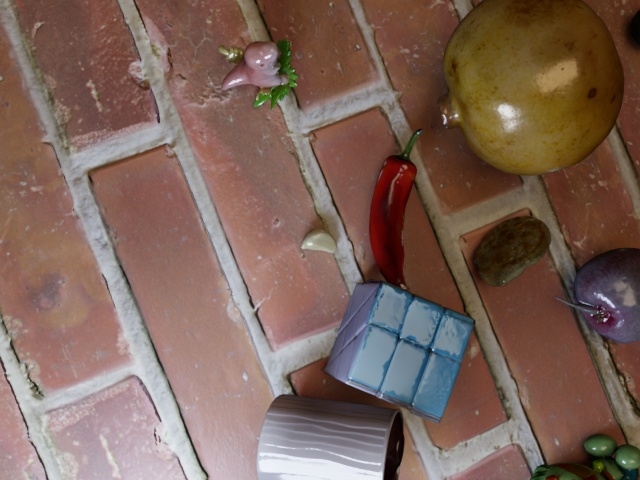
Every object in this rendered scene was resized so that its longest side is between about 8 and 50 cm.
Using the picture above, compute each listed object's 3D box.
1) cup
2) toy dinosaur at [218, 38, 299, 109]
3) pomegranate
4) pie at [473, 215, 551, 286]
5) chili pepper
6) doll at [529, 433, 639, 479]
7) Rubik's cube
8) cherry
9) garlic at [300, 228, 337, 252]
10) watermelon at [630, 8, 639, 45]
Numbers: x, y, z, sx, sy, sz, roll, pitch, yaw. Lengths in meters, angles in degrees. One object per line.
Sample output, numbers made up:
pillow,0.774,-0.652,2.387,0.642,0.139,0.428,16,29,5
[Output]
cup,0.034,0.447,1.492,0.273,0.288,0.208,6,62,16
toy dinosaur,-0.132,-0.358,1.541,0.194,0.177,0.152,-3,96,33
pomegranate,0.437,-0.341,1.561,0.416,0.416,0.417,1,86,-11
pie,0.440,0.028,1.649,0.193,0.163,0.079,-44,114,-5
chili pepper,0.172,-0.062,1.612,0.092,0.137,0.368,17,72,-39
doll,0.589,0.578,1.618,0.322,0.198,0.186,-18,102,-21
Rubik's cube,0.160,0.229,1.543,0.224,0.221,0.231,22,82,-9
cherry,0.697,0.126,1.674,0.266,0.183,0.213,-33,96,-9
garlic,0.000,0.001,1.621,0.083,0.041,0.053,14,88,-17
watermelon,0.824,-0.544,1.793,0.105,0.105,0.133,-1,65,-11
